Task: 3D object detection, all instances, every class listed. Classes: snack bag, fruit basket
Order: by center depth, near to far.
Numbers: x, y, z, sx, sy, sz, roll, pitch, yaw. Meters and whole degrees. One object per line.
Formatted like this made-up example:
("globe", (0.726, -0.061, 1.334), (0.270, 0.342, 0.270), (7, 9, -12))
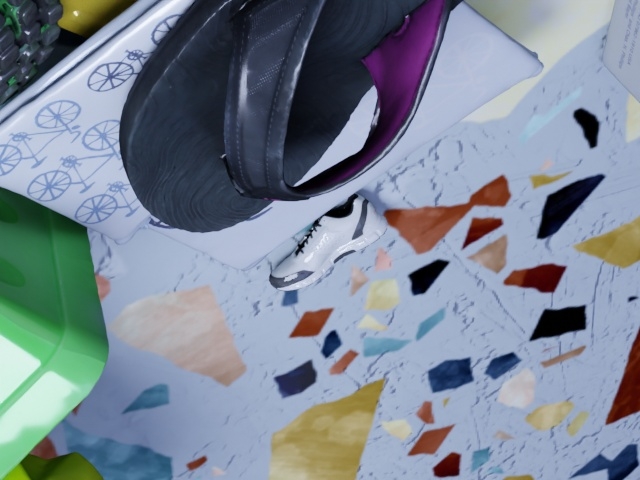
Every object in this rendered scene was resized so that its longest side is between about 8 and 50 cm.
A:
("snack bag", (-0.038, -0.094, 1.336), (0.323, 0.037, 0.342), (-35, 148, 19))
("fruit basket", (-0.270, 0.169, 1.339), (0.392, 0.283, 0.392), (-6, 119, -10))

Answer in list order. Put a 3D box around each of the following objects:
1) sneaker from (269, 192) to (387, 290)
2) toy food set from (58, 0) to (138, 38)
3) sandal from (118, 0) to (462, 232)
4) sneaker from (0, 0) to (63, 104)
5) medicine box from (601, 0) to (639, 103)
("sneaker", (0.000, 0.000, 1.517), (0.109, 0.040, 0.044), (-36, 118, -1))
("toy food set", (-0.112, -0.194, 1.271), (0.218, 0.071, 0.128), (22, 131, -39))
("sandal", (0.011, -0.125, 1.175), (0.167, 0.107, 0.446), (9, 140, -36))
("sneaker", (-0.256, -0.197, 1.158), (0.134, 0.146, 0.344), (-33, 149, -27))
("medicine box", (0.408, -0.139, 1.424), (0.263, 0.289, 0.149), (-9, 131, -21))
